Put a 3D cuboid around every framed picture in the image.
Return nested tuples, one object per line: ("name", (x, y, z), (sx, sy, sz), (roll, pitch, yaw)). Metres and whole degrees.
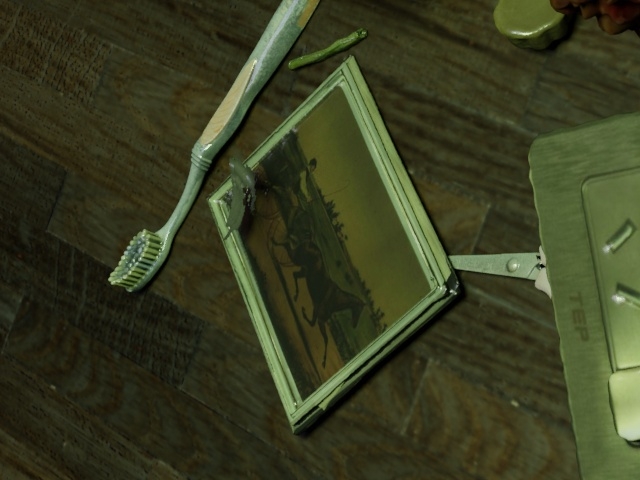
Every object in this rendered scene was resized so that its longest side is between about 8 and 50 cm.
("framed picture", (0.000, 0.000, 1.542), (0.197, 0.014, 0.252), (-43, 51, 27))

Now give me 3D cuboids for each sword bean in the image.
("sword bean", (0.006, -0.157, 1.586), (0.083, 0.012, 0.012), (-20, 66, 37))

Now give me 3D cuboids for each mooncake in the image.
("mooncake", (0.041, -0.102, 1.485), (0.347, 0.057, 0.150), (-14, 55, 39))

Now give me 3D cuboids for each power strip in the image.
("power strip", (0.267, 0.034, 1.230), (0.257, 0.092, 0.251), (-11, 80, 40))

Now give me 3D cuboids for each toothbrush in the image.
("toothbrush", (-0.076, -0.110, 1.640), (0.028, 0.037, 0.375), (44, 107, 38))

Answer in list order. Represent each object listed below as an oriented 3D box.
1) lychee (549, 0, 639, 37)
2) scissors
("lychee", (0.222, -0.295, 1.211), (0.306, 0.306, 0.330), (20, 87, 45))
("scissors", (0.153, 0.019, 1.399), (0.189, 0.015, 0.100), (2, 80, 46))
